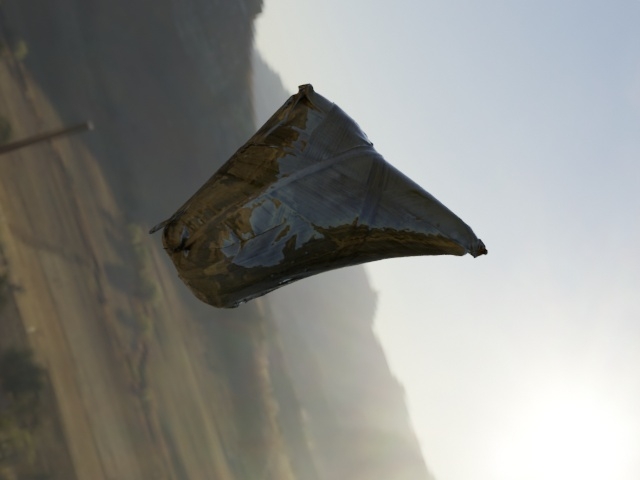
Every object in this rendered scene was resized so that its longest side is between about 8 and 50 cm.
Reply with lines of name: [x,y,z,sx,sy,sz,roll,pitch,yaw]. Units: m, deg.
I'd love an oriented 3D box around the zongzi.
zongzi: [0.000,0.000,0.963,0.197,0.194,0.099,41,-18,20]
